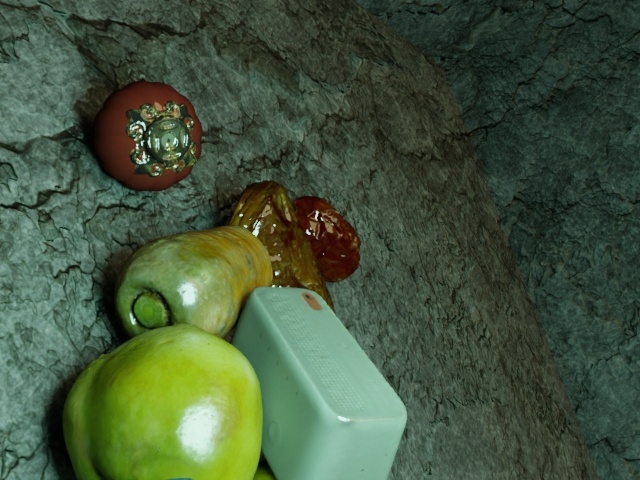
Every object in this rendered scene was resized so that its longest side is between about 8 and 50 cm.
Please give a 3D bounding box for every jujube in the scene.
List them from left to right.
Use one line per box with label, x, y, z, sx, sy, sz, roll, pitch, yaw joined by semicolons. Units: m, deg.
jujube;0.000;0.000;2.173;0.250;0.174;0.174;48;29;-42

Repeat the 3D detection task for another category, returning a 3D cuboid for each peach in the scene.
peach;-0.231;0.294;1.377;0.314;0.281;0.315;52;42;-13

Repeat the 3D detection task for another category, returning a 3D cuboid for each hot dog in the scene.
hot dog;-0.100;0.060;1.935;0.387;0.174;0.267;68;24;-18

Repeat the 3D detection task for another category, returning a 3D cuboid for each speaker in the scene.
speaker;-0.018;0.256;1.504;0.183;0.184;0.406;3;29;-30

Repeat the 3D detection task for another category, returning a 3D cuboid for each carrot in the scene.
carrot;-0.235;0.086;1.651;0.224;0.224;0.341;59;27;0

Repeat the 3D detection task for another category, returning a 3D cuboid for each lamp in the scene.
lamp;-0.352;-0.211;1.774;0.227;0.227;0.227;38;35;-33

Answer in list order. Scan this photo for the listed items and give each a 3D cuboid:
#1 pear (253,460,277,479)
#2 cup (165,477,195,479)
pear;-0.053;0.515;1.490;0.294;0.294;0.294;38;35;-33
cup;-0.265;0.488;1.151;0.242;0.292;0.308;48;29;-20
